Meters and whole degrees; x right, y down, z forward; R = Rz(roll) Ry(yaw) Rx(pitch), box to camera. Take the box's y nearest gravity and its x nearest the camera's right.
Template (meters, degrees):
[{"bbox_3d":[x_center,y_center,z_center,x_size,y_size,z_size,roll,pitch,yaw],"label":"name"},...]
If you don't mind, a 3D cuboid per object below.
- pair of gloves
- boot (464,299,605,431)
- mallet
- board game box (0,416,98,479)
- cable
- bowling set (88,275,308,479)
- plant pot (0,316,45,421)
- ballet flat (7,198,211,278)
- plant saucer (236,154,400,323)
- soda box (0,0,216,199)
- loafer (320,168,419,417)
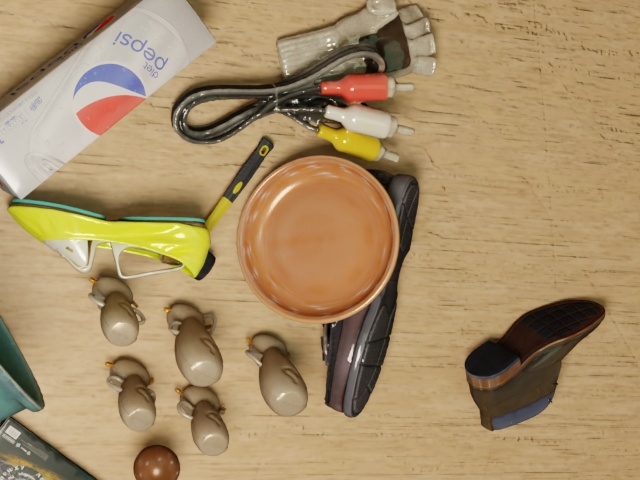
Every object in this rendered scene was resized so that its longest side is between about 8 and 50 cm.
[{"bbox_3d":[0.038,-0.301,1.788,0.204,0.042,0.240,-9,99,-20],"label":"pair of gloves"},{"bbox_3d":[0.281,0.160,1.932,0.219,0.082,0.106,-25,126,-21],"label":"boot"},{"bbox_3d":[-0.108,-0.036,1.764,0.062,0.039,0.189,46,75,-17],"label":"mallet"},{"bbox_3d":[-0.329,0.303,1.717,0.186,0.026,0.126,41,81,-21],"label":"board game box"},{"bbox_3d":[-0.026,-0.163,1.739,0.287,0.072,0.139,0,115,-21],"label":"cable"},{"bbox_3d":[-0.178,0.172,1.720,0.287,0.154,0.200,28,104,-23],"label":"bowling set"},{"bbox_3d":[-0.508,0.120,1.482,0.334,0.341,0.341,-35,107,-7],"label":"plant pot"},{"bbox_3d":[-0.239,0.003,1.673,0.231,0.077,0.077,7,82,-10],"label":"ballet flat"},{"bbox_3d":[0.000,0.000,1.759,0.200,0.037,0.200,-2,84,17],"label":"plant saucer"},{"bbox_3d":[-0.259,-0.170,1.654,0.286,0.098,0.091,-41,109,-13],"label":"soda box"},{"bbox_3d":[0.043,0.060,1.814,0.095,0.109,0.302,14,91,19],"label":"loafer"}]
